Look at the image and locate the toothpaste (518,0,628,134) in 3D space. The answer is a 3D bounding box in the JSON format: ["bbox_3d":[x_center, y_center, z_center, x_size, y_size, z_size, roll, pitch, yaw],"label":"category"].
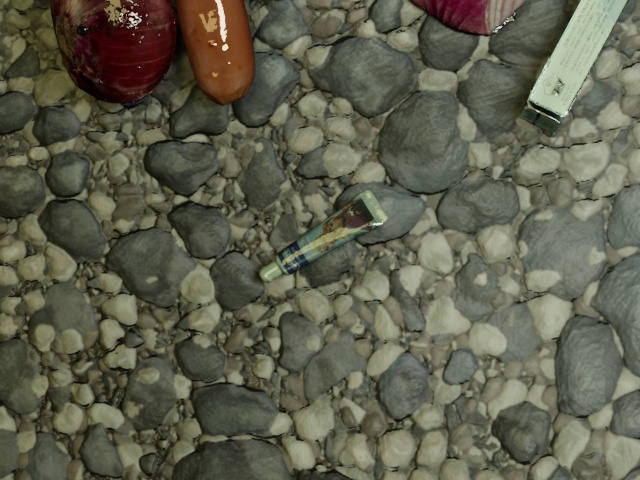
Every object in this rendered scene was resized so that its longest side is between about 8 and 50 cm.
[{"bbox_3d":[0.393,-0.308,1.361,0.071,0.089,0.313,28,91,7],"label":"toothpaste"}]

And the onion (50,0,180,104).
[{"bbox_3d":[-0.312,-0.341,1.482,0.252,0.219,0.252,15,109,48],"label":"onion"}]

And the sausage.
[{"bbox_3d":[-0.164,-0.338,1.450,0.114,0.113,0.259,-7,108,12],"label":"sausage"}]

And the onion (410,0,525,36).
[{"bbox_3d":[0.226,-0.458,1.405,0.247,0.111,0.250,37,95,12],"label":"onion"}]

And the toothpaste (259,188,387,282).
[{"bbox_3d":[0.000,0.000,1.449,0.216,0.037,0.062,-32,77,3],"label":"toothpaste"}]
